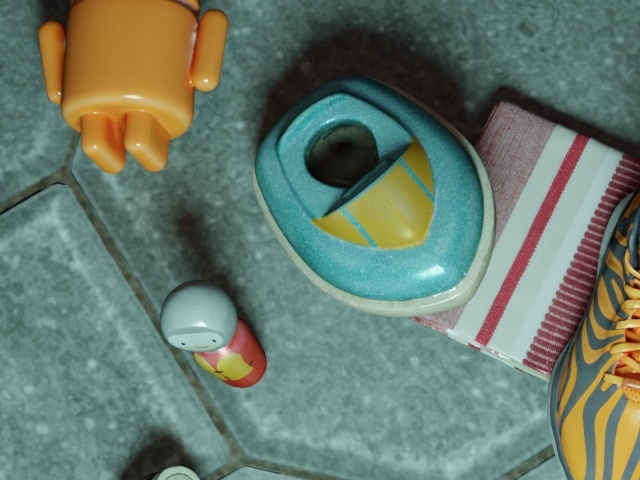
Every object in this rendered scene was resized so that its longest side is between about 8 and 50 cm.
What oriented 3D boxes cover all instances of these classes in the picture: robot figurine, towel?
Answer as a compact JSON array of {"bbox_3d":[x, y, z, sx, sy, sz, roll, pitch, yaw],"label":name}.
[{"bbox_3d":[-0.179,-0.175,1.725,0.128,0.158,0.219,15,69,-35],"label":"robot figurine"},{"bbox_3d":[0.264,0.034,1.695,0.329,0.037,0.237,26,73,8],"label":"towel"}]

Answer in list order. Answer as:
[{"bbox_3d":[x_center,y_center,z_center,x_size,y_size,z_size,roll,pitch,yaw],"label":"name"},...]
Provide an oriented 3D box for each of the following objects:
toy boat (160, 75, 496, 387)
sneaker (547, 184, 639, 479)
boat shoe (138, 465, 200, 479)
[{"bbox_3d":[0.000,0.000,1.634,0.318,0.148,0.267,-44,57,-5],"label":"toy boat"},{"bbox_3d":[0.275,0.067,1.568,0.125,0.180,0.321,11,71,3],"label":"sneaker"},{"bbox_3d":[-0.126,0.318,1.606,0.079,0.084,0.233,-20,77,35],"label":"boat shoe"}]
